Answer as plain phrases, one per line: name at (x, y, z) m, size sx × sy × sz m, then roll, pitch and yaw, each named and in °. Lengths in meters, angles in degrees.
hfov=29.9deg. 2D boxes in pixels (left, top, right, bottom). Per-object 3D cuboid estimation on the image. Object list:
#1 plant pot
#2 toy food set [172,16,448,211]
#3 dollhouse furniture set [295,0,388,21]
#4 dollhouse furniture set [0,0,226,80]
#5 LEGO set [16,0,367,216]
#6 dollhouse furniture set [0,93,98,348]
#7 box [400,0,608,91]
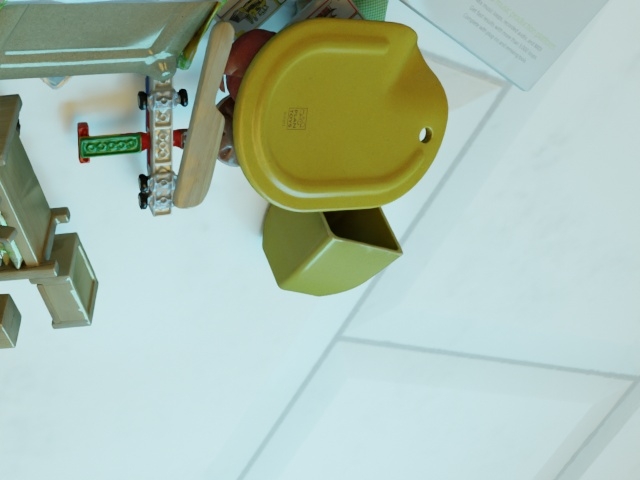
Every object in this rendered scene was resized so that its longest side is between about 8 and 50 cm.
plant pot at (0.000, 0.000, 0.964) m, size 0.081 × 0.081 × 0.083 m, roll 12°, pitch 132°, yaw -41°
toy food set at (-0.015, -0.088, 0.799) m, size 0.218 × 0.071 × 0.128 m, roll -3°, pitch 107°, yaw -39°
dollhouse furniture set at (0.016, -0.108, 0.884) m, size 0.076 × 0.058 × 0.152 m, roll -13°, pitch 134°, yaw -26°
dollhouse furniture set at (-0.179, -0.191, 0.630) m, size 0.301 × 0.151 × 0.197 m, roll -10°, pitch 160°, yaw -40°
LEGO set at (-0.109, -0.124, 0.808) m, size 0.244 × 0.060 × 0.182 m, roll -42°, pitch 125°, yaw 5°
dollhouse furniture set at (-0.224, 0.032, 0.757) m, size 0.101 × 0.161 × 0.182 m, roll -5°, pitch 136°, yaw 7°
box at (0.179, -0.279, 0.836) m, size 0.232 × 0.058 × 0.322 m, roll 24°, pitch 112°, yaw -45°
